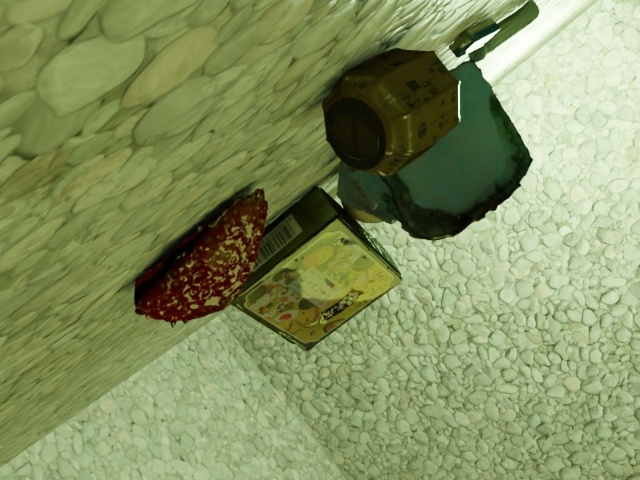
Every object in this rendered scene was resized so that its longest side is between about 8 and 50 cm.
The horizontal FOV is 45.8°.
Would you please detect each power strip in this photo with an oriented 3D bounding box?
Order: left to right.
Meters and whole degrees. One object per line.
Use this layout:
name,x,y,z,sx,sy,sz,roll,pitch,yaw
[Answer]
power strip,0.297,-0.392,1.467,0.123,0.032,0.056,-36,176,-46

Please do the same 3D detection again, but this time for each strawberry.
strawberry,-0.185,0.045,1.325,0.306,0.137,0.233,-38,177,41

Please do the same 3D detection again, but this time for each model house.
model house,0.207,-0.160,1.700,0.360,0.297,0.339,-38,-171,-22

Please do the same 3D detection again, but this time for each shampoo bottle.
shampoo bottle,0.397,-0.453,1.640,0.212,0.049,0.072,-38,179,-30

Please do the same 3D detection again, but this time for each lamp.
lamp,0.102,-0.182,1.064,0.185,0.161,0.161,-36,177,-43

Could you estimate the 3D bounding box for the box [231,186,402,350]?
box,-0.023,0.093,2.104,0.373,0.138,0.420,-38,139,9

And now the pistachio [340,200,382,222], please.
pistachio,0.164,-0.135,2.058,0.193,0.214,0.318,-52,160,17
